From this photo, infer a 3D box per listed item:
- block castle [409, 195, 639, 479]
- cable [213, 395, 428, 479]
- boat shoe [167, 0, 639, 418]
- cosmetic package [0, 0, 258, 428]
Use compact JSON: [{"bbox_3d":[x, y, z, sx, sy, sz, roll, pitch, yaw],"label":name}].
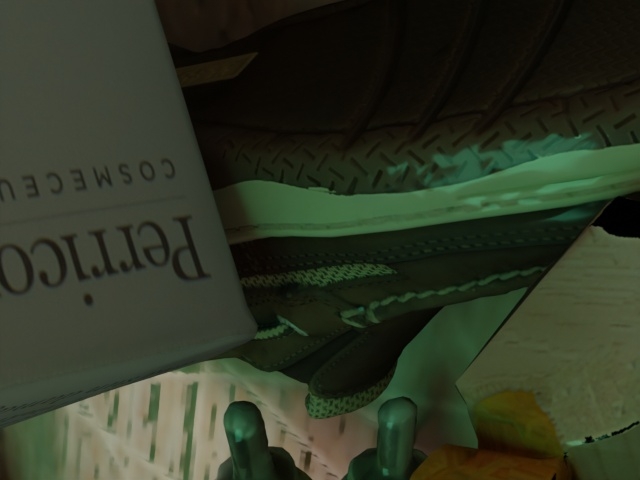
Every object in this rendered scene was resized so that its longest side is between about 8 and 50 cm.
[{"bbox_3d":[0.179,0.207,0.289,0.453,0.303,0.213,18,157,31],"label":"block castle"},{"bbox_3d":[0.017,0.166,0.580,0.139,0.072,0.287,18,136,6],"label":"cable"},{"bbox_3d":[0.004,-0.005,0.470,0.257,0.095,0.095,-1,124,42],"label":"boat shoe"},{"bbox_3d":[-0.183,-0.124,0.389,0.156,0.217,0.385,-23,84,40],"label":"cosmetic package"}]
